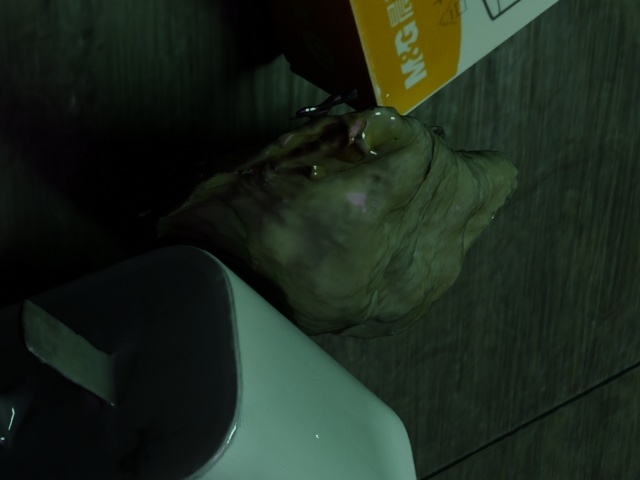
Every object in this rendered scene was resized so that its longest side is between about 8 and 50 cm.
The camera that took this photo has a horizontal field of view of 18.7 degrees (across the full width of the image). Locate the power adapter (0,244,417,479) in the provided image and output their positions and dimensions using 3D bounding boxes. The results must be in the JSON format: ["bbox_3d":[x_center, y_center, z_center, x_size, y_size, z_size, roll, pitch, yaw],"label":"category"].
[{"bbox_3d":[-0.089,0.097,0.902,0.187,0.124,0.255,-22,144,19],"label":"power adapter"}]

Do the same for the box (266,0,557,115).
[{"bbox_3d":[0.056,-0.217,0.885,0.221,0.091,0.274,-38,138,-17],"label":"box"}]

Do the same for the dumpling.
[{"bbox_3d":[0.004,0.002,0.934,0.166,0.086,0.332,-24,169,14],"label":"dumpling"}]
